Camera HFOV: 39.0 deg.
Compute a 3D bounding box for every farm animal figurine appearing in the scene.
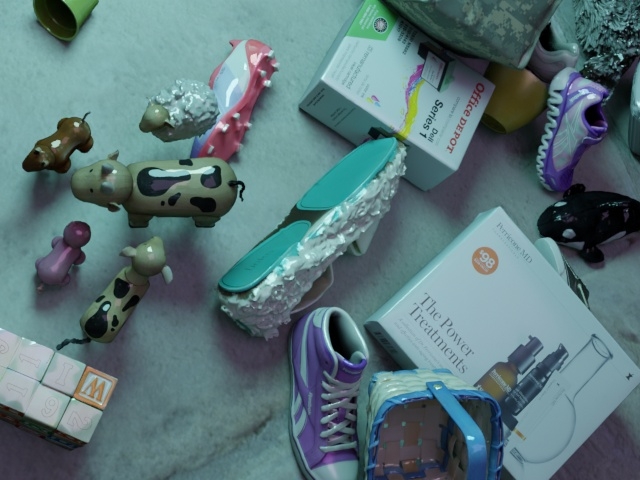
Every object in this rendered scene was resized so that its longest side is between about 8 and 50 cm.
[{"bbox_3d":[-0.256,-0.045,1.259,0.327,0.172,0.330,-19,87,-15],"label":"farm animal figurine"}]

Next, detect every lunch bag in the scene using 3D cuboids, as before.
[{"bbox_3d":[0.219,-0.419,1.523,0.235,0.287,0.168,26,94,-32],"label":"lunch bag"}]

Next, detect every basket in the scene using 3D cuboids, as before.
[{"bbox_3d":[0.164,0.314,1.269,0.201,0.289,0.254,0,111,-8],"label":"basket"}]

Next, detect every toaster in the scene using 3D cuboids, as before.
[{"bbox_3d":[0.667,-0.278,1.743,0.129,0.146,0.226,8,67,22],"label":"toaster"}]

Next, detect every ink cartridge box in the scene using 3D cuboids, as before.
[{"bbox_3d":[0.134,-0.248,1.545,0.278,0.117,0.201,33,65,-12],"label":"ink cartridge box"}]

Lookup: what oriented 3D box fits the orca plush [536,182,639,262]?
[{"bbox_3d":[0.546,-0.036,1.665,0.287,0.102,0.151,14,70,-19],"label":"orca plush"}]

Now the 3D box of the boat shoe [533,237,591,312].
[{"bbox_3d":[0.434,0.098,1.599,0.070,0.078,0.219,-14,89,-25],"label":"boat shoe"}]

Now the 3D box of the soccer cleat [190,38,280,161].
[{"bbox_3d":[-0.154,-0.217,1.449,0.095,0.083,0.248,20,73,23],"label":"soccer cleat"}]

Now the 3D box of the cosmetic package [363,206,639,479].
[{"bbox_3d":[0.301,0.179,1.474,0.284,0.097,0.377,-42,94,-15],"label":"cosmetic package"}]

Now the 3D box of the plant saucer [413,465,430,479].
[{"bbox_3d":[0.168,0.479,1.390,0.188,0.045,0.188,47,63,-5],"label":"plant saucer"}]

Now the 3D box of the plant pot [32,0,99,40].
[{"bbox_3d":[-0.384,-0.365,1.390,0.083,0.083,0.079,40,51,-8],"label":"plant pot"}]

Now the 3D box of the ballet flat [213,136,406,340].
[{"bbox_3d":[0.000,0.000,1.431,0.409,0.147,0.147,-43,94,-24],"label":"ballet flat"}]

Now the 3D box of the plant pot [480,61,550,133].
[{"bbox_3d":[0.337,-0.250,1.636,0.134,0.134,0.095,37,84,-9],"label":"plant pot"}]

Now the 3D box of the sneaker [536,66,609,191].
[{"bbox_3d":[0.457,-0.186,1.614,0.105,0.236,0.095,23,38,31],"label":"sneaker"}]

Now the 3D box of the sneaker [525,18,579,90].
[{"bbox_3d":[0.361,-0.399,1.669,0.110,0.118,0.292,-38,76,-26],"label":"sneaker"}]

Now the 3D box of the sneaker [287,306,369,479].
[{"bbox_3d":[0.019,0.237,1.335,0.102,0.161,0.282,-6,79,-26],"label":"sneaker"}]

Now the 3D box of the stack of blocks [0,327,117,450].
[{"bbox_3d":[-0.427,0.168,1.160,0.297,0.171,0.087,27,66,-13],"label":"stack of blocks"}]

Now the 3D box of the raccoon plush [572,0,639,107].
[{"bbox_3d":[0.508,-0.468,1.730,0.299,0.216,0.446,36,65,-1],"label":"raccoon plush"}]
